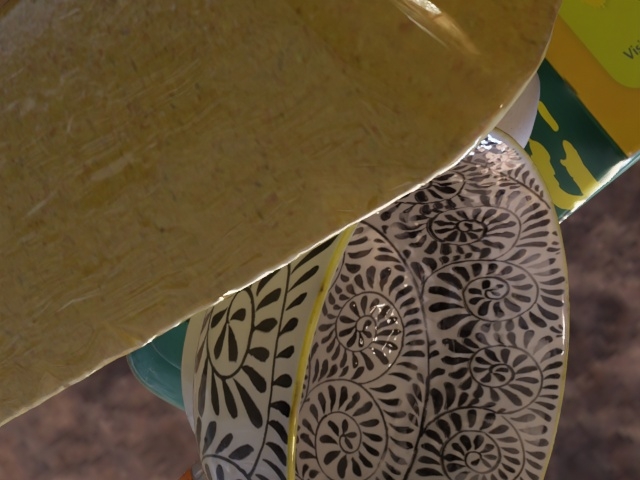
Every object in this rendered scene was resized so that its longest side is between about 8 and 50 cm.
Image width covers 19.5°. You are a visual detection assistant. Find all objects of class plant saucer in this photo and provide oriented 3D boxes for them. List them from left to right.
[{"bbox_3d":[-0.034,-0.117,0.568,0.081,0.333,0.333,34,-36,-21],"label":"plant saucer"}]

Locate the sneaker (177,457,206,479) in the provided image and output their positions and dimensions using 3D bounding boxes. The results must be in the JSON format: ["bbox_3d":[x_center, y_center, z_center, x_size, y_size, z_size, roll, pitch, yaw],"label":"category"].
[{"bbox_3d":[0.058,0.144,0.881,0.124,0.321,0.180,-45,-102,21],"label":"sneaker"}]

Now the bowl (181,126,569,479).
[{"bbox_3d":[0.008,0.042,0.604,0.080,0.170,0.170,10,-50,33],"label":"bowl"}]

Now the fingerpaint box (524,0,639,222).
[{"bbox_3d":[0.186,-0.283,1.091,0.371,0.445,0.163,50,-20,5],"label":"fingerpaint box"}]

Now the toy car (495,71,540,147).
[{"bbox_3d":[0.017,-0.031,0.912,0.159,0.136,0.182,12,-52,-4],"label":"toy car"}]

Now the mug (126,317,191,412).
[{"bbox_3d":[-0.057,0.035,1.082,0.097,0.129,0.158,26,-19,10],"label":"mug"}]
